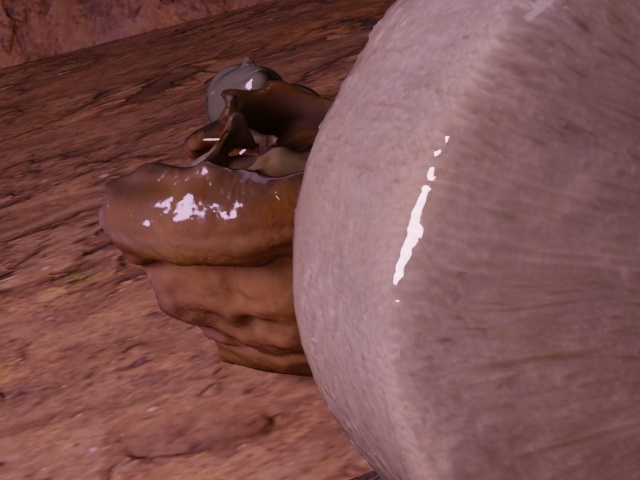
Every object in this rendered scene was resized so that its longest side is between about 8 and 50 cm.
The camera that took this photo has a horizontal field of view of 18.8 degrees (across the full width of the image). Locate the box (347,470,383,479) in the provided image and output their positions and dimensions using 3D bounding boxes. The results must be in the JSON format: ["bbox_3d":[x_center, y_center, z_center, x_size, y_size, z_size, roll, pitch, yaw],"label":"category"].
[{"bbox_3d":[0.026,0.107,0.749,0.083,0.024,0.053,-21,14,-18],"label":"box"}]

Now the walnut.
[{"bbox_3d":[0.012,-0.001,0.982,0.204,0.141,0.238,-2,14,14],"label":"walnut"}]

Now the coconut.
[{"bbox_3d":[0.119,0.010,0.596,0.237,0.237,0.266,-17,8,-10],"label":"coconut"}]

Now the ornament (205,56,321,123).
[{"bbox_3d":[-0.054,-0.120,1.705,0.074,0.081,0.156,-14,16,-16],"label":"ornament"}]
